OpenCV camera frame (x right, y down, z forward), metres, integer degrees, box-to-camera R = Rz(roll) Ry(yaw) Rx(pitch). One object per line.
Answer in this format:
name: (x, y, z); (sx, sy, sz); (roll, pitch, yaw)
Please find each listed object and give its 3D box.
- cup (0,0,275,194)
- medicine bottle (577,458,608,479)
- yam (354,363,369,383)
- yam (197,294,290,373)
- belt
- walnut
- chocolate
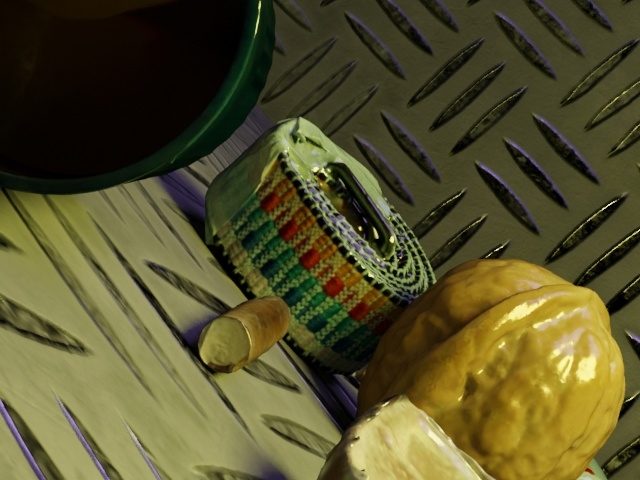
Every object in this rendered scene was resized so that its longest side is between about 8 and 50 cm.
cup: (-0.176, -0.167, 1.103); (0.307, 0.242, 0.292); (26, 3, 2)
medicine bottle: (0.252, 0.292, 1.805); (0.139, 0.139, 0.225); (49, 5, -4)
yam: (0.088, 0.187, 1.794); (0.145, 0.032, 0.032); (49, 5, -21)
yam: (-0.056, 0.071, 1.315); (0.046, 0.046, 0.264); (49, 6, 3)
belt: (0.000, 0.000, 1.655); (0.257, 0.150, 0.207); (56, 20, 19)
walnut: (0.158, 0.135, 1.516); (0.224, 0.257, 0.257); (52, 6, 37)
chocolate: (0.104, 0.248, 1.063); (0.303, 0.100, 0.185); (47, 15, 5)
